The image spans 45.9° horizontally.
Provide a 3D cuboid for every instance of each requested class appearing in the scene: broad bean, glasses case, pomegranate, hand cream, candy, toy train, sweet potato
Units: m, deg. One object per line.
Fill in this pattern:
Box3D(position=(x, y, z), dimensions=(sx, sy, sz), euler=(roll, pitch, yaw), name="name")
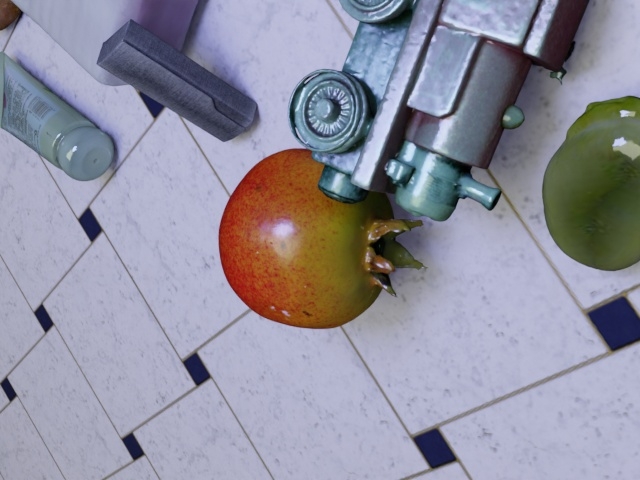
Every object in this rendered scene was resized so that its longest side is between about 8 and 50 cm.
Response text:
Box3D(position=(0.279, -0.054, 0.729), dimensions=(0.124, 0.082, 0.174), euler=(34, 125, 22), name="broad bean")
Box3D(position=(-0.185, -0.203, 0.993), dimensions=(0.071, 0.205, 0.047), euler=(-21, 50, 42), name="glasses case")
Box3D(position=(0.000, 0.000, 0.905), dimensions=(0.257, 0.221, 0.220), euler=(3, 110, 32), name="pomegranate")
Box3D(position=(-0.476, -0.201, 1.298), dimensions=(0.306, 0.093, 0.147), euler=(33, 124, 28), name="hand cream")
Box3D(position=(-0.329, -0.389, 1.060), dimensions=(0.359, 0.145, 0.208), euler=(43, 130, 20), name="candy")
Box3D(position=(0.110, -0.161, 0.753), dimensions=(0.221, 0.150, 0.304), euler=(27, 104, 25), name="toy train")
Box3D(position=(-0.514, -0.403, 1.279), dimensions=(0.214, 0.050, 0.050), euler=(-15, 98, 36), name="sweet potato")
